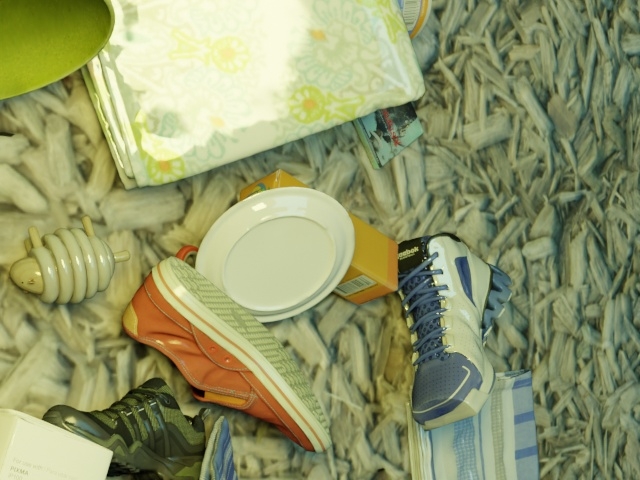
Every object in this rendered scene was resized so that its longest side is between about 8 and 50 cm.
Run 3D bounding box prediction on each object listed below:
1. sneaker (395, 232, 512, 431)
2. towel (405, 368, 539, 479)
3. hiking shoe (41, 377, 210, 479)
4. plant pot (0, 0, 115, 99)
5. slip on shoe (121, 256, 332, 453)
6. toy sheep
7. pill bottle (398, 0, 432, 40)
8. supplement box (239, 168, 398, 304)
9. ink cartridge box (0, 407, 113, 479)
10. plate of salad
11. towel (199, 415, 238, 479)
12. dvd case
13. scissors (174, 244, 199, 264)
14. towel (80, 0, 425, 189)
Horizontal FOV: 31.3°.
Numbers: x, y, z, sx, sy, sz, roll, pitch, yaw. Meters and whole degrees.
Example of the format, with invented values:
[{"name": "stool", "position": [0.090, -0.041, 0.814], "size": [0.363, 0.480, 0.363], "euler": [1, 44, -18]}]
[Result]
[{"name": "sneaker", "position": [0.154, 0.099, 1.582], "size": [0.182, 0.127, 0.315], "euler": [46, 38, -21]}, {"name": "towel", "position": [0.234, 0.305, 1.703], "size": [0.285, 0.034, 0.209], "euler": [-2, 87, -44]}, {"name": "hiking shoe", "position": [-0.214, 0.204, 1.266], "size": [0.227, 0.086, 0.114], "euler": [32, 53, -45]}, {"name": "plant pot", "position": [-0.361, -0.316, 1.077], "size": [0.274, 0.274, 0.294], "euler": [-2, 71, -44]}, {"name": "slip on shoe", "position": [-0.103, 0.152, 1.350], "size": [0.101, 0.123, 0.331], "euler": [-40, 121, 10]}, {"name": "toy sheep", "position": [-0.267, 0.025, 1.223], "size": [0.132, 0.091, 0.091], "euler": [-14, 95, -25]}, {"name": "pill bottle", "position": [0.005, -0.311, 1.474], "size": [0.272, 0.152, 0.152], "euler": [-16, 97, -43]}, {"name": "supplement box", "position": [0.000, 0.000, 1.477], "size": [0.233, 0.080, 0.078], "euler": [33, 48, -38]}, {"name": "ink cartridge box", "position": [-0.325, 0.305, 1.048], "size": [0.117, 0.207, 0.283], "euler": [31, 65, -38]}, {"name": "plate of salad", "position": [-0.055, 0.015, 1.369], "size": [0.199, 0.048, 0.200], "euler": [-11, 129, -14]}, {"name": "towel", "position": [-0.079, 0.389, 1.279], "size": [0.040, 0.243, 0.336], "euler": [-11, 99, 0]}, {"name": "dvd case", "position": [0.097, -0.166, 1.640], "size": [0.119, 0.013, 0.087], "euler": [-38, 111, -38]}, {"name": "scissors", "position": [-0.094, 0.129, 1.423], "size": [0.109, 0.021, 0.297], "euler": [-37, 111, -42]}, {"name": "towel", "position": [-0.100, -0.258, 1.294], "size": [0.374, 0.090, 0.321], "euler": [-19, 99, -7]}]
